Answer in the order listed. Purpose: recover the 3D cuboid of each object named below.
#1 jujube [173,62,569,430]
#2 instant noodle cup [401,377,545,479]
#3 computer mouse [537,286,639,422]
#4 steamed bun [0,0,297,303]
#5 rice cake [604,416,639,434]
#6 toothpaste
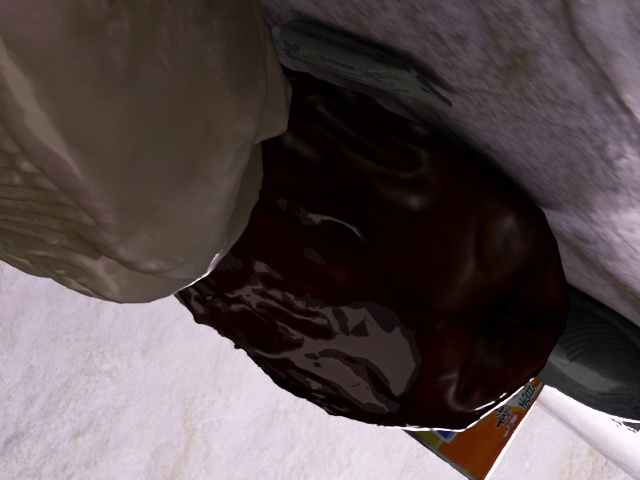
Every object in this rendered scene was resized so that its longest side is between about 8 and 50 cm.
[{"bbox_3d":[0.012,0.005,1.198,0.376,0.258,0.258,22,173,16],"label":"jujube"},{"bbox_3d":[0.158,0.146,1.886,0.296,0.214,0.296,37,176,3],"label":"instant noodle cup"},{"bbox_3d":[0.214,0.080,1.504,0.379,0.090,0.167,37,176,35],"label":"computer mouse"},{"bbox_3d":[-0.162,-0.142,0.853,0.339,0.247,0.352,12,151,43],"label":"steamed bun"},{"bbox_3d":[0.283,0.132,1.644,0.206,0.069,0.063,34,176,19],"label":"rice cake"},{"bbox_3d":[0.022,-0.128,1.058,0.048,0.029,0.197,36,175,-38],"label":"toothpaste"}]
